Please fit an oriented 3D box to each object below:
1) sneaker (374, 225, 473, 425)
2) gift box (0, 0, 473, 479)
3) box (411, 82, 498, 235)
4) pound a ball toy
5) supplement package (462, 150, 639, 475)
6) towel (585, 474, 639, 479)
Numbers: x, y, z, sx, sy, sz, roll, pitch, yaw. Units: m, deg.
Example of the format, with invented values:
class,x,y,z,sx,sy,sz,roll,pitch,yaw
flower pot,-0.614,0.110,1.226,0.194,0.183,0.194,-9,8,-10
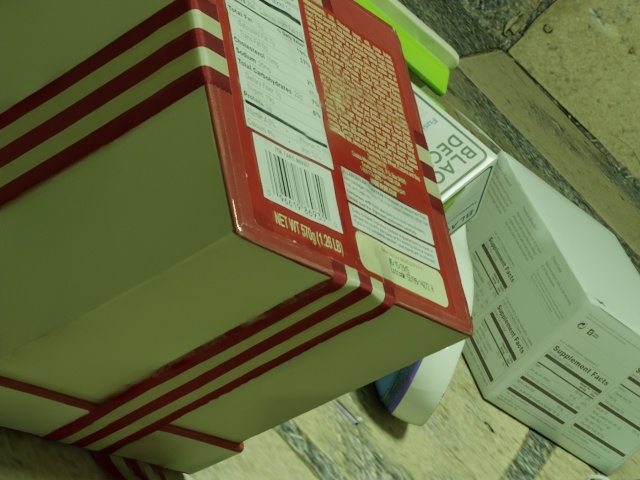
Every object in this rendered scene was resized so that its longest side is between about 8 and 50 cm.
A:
class,x,y,z,sx,sy,sz,roll,pitch,yaw
sneaker,0.000,-0.001,1.375,0.236,0.130,0.322,17,45,-11
gift box,-0.097,-0.002,0.911,0.255,0.258,0.276,29,43,-46
box,-0.020,-0.091,1.302,0.169,0.087,0.290,-37,70,-27
pound a ball toy,-0.006,-0.192,1.765,0.319,0.136,0.208,35,46,-28
supplement package,0.241,0.072,1.654,0.204,0.145,0.262,33,22,-34
towel,0.333,0.256,1.581,0.113,0.023,0.152,26,7,30
